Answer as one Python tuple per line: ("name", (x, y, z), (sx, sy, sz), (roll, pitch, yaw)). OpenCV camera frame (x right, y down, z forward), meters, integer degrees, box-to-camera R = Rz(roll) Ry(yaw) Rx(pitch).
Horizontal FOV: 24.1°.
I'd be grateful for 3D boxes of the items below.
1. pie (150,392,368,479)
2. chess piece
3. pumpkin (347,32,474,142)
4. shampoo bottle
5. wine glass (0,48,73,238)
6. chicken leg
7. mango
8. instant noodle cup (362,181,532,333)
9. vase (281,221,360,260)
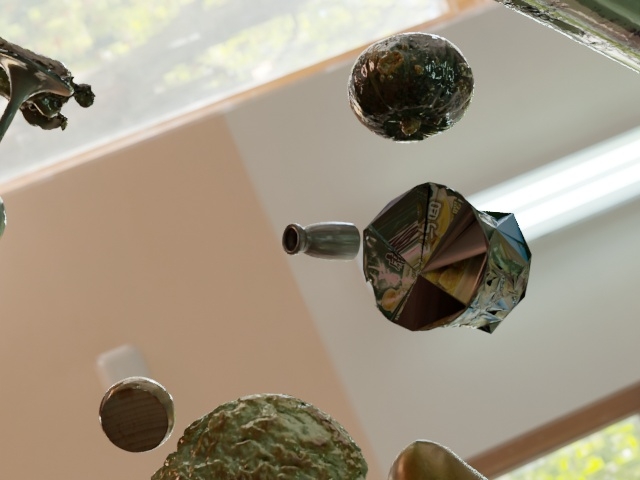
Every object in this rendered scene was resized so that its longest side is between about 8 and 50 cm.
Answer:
("pie", (-0.073, 0.265, 1.558), (0.201, 0.248, 0.090), (35, -26, 33))
("chess piece", (-0.198, 0.189, 1.622), (0.038, 0.084, 0.083), (-64, 135, -74))
("pumpkin", (0.135, -0.226, 2.239), (0.190, 0.190, 0.146), (81, -2, -48))
("shampoo bottle", (0.262, -0.255, 1.566), (0.134, 0.359, 0.078), (7, -97, 50))
("wine glass", (-0.273, -0.051, 1.190), (0.079, 0.195, 0.079), (24, -9, 4))
("chicken leg", (-0.513, -0.253, 2.025), (0.201, 0.429, 0.153), (-68, -155, 3))
("mango", (0.198, 0.409, 2.063), (0.317, 0.173, 0.211), (51, 23, -27))
("instant noodle cup", (0.209, 0.039, 2.363), (0.178, 0.240, 0.240), (14, 41, -53))
("vase", (0.000, 0.000, 2.012), (0.053, 0.101, 0.053), (-7, -98, 54))
